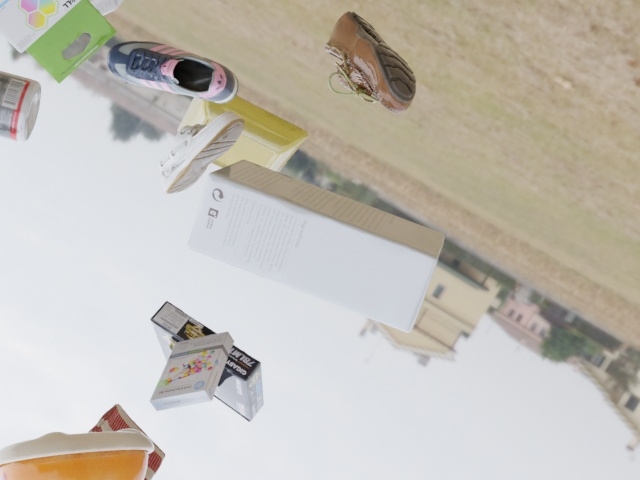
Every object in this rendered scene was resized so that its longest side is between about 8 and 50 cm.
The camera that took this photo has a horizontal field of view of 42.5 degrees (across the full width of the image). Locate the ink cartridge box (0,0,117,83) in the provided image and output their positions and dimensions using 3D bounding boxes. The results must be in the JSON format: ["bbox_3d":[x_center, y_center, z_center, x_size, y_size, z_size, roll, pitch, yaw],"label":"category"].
[{"bbox_3d":[-0.577,-0.473,1.760,0.255,0.189,0.097,48,180,-36],"label":"ink cartridge box"}]

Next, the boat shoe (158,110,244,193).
[{"bbox_3d":[-0.267,-0.202,1.740,0.098,0.277,0.096,-17,-105,-50],"label":"boat shoe"}]

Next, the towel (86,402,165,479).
[{"bbox_3d":[-0.580,0.624,2.405,0.237,0.037,0.329,48,-166,-4],"label":"towel"}]

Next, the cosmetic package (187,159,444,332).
[{"bbox_3d":[0.000,0.000,1.616,0.453,0.161,0.230,20,-165,7],"label":"cosmetic package"}]

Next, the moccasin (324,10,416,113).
[{"bbox_3d":[0.095,-0.377,1.814,0.139,0.147,0.380,26,-157,-39],"label":"moccasin"}]

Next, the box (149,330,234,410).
[{"bbox_3d":[-0.283,0.288,1.828,0.038,0.145,0.186,62,-154,-30],"label":"box"}]

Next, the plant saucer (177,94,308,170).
[{"bbox_3d":[-0.244,-0.286,2.399,0.333,0.081,0.333,25,154,-13],"label":"plant saucer"}]

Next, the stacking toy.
[{"bbox_3d":[-0.528,0.667,1.793,0.351,0.479,0.350,-7,162,-2],"label":"stacking toy"}]

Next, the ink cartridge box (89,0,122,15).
[{"bbox_3d":[-0.524,-0.644,2.084,0.181,0.225,0.056,50,163,47],"label":"ink cartridge box"}]

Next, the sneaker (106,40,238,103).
[{"bbox_3d":[-0.349,-0.394,1.866,0.319,0.112,0.131,12,-177,8],"label":"sneaker"}]

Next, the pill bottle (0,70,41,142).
[{"bbox_3d":[-0.849,-0.351,2.022,0.283,0.161,0.161,14,-173,-11],"label":"pill bottle"}]

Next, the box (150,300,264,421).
[{"bbox_3d":[-0.281,0.311,2.095,0.293,0.073,0.295,33,154,16],"label":"box"}]
